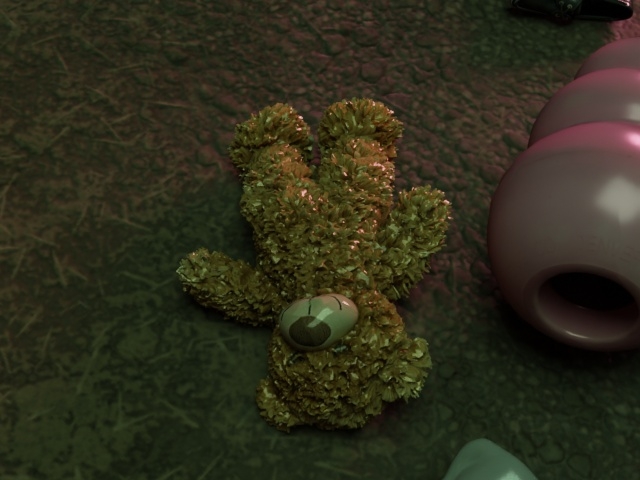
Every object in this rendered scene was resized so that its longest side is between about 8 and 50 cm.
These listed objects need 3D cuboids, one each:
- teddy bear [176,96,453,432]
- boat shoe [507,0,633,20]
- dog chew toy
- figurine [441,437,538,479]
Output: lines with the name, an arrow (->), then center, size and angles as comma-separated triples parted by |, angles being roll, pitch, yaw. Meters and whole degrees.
teddy bear -> 0.000, 0.000, 1.068 | 0.245, 0.113, 0.338 | 12, 59, 6
boat shoe -> 0.275, -0.262, 1.282 | 0.142, 0.049, 0.040 | -2, 59, -8
dog chew toy -> 0.276, -0.061, 1.081 | 0.207, 0.206, 0.332 | 19, 51, 7
figurine -> 0.127, 0.296, 0.915 | 0.209, 0.092, 0.215 | -38, 67, -19
